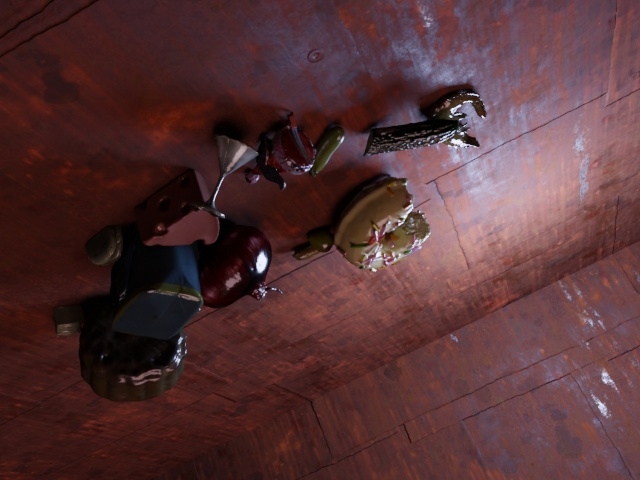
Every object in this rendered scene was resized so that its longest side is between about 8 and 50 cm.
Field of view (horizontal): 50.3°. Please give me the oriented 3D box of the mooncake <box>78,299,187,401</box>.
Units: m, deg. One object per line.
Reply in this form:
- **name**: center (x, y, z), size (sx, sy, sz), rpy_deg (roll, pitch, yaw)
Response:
- **mooncake**: center (-0.564, 0.317, 2.056), size (0.324, 0.323, 0.187), rpy_deg (-10, 149, -23)

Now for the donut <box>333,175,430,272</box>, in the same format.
- **donut**: center (0.193, -0.033, 2.170), size (0.307, 0.150, 0.371), rpy_deg (-34, 151, 4)

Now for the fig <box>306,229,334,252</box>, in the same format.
- **fig**: center (0.000, 0.000, 2.191), size (0.088, 0.073, 0.074), rpy_deg (15, 138, -19)

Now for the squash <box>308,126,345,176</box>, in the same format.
- **squash**: center (0.013, -0.237, 1.809), size (0.052, 0.052, 0.183), rpy_deg (-5, 148, -31)

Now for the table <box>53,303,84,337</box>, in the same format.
- **table**: center (-0.757, 0.243, 2.047), size (0.079, 0.062, 0.083), rpy_deg (-6, 148, -28)

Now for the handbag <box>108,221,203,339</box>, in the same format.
- **handbag**: center (-0.442, 0.106, 1.830), size (0.223, 0.240, 0.263), rpy_deg (12, 136, -32)

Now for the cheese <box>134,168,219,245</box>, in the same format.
- **cheese**: center (-0.340, -0.058, 1.770), size (0.203, 0.128, 0.177), rpy_deg (-33, 150, 15)

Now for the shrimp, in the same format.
- **shrimp**: center (0.398, -0.341, 1.922), size (0.253, 0.058, 0.173), rpy_deg (13, 127, -43)

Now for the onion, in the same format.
- **onion**: center (-0.235, 0.098, 1.973), size (0.273, 0.285, 0.273), rpy_deg (-47, -174, 7)

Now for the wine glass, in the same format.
- **wine glass**: center (-0.231, -0.148, 1.614), size (0.122, 0.122, 0.182), rpy_deg (27, 83, -56)

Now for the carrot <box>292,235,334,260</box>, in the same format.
- **carrot**: center (0.026, 0.007, 2.256), size (0.255, 0.049, 0.049), rpy_deg (-23, 152, -10)

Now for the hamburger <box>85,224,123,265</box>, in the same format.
- **hamburger**: center (-0.559, 0.021, 1.789), size (0.121, 0.084, 0.054), rpy_deg (-38, 147, 22)

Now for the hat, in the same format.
- **hat**: center (-0.121, -0.208, 1.728), size (0.228, 0.128, 0.140), rpy_deg (-24, 115, 38)

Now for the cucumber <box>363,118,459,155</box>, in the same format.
- **cucumber**: center (0.243, -0.280, 1.841), size (0.266, 0.077, 0.077), rpy_deg (-8, 150, -4)
